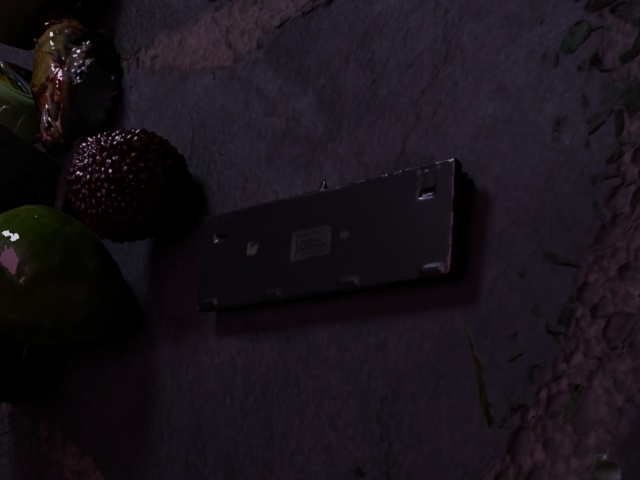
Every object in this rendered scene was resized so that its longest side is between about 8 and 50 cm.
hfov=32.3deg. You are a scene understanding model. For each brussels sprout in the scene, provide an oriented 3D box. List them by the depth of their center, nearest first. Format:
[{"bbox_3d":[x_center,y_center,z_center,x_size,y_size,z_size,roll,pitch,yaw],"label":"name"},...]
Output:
[{"bbox_3d":[-0.286,0.037,1.150,0.180,0.161,0.144,-7,74,59],"label":"brussels sprout"}]

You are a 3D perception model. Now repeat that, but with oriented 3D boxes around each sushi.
[{"bbox_3d":[-0.299,-0.205,1.334,0.097,0.103,0.226,110,153,-52],"label":"sushi"}]

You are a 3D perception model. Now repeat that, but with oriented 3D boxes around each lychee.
[{"bbox_3d":[-0.195,-0.055,1.112,0.123,0.129,0.123,-2,83,17],"label":"lychee"}]

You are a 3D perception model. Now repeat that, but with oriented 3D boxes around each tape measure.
[{"bbox_3d":[-0.405,-0.174,1.402,0.087,0.154,0.177,-57,44,10],"label":"tape measure"}]

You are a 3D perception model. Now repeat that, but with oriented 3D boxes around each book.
[{"bbox_3d":[-0.361,0.029,1.224,0.020,0.208,0.296,7,80,11],"label":"book"}]

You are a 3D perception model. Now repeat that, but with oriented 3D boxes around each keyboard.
[{"bbox_3d":[0.000,0.000,0.943,0.317,0.027,0.106,-10,69,47],"label":"keyboard"}]

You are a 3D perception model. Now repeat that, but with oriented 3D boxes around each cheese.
[{"bbox_3d":[-0.358,-0.330,1.418,0.202,0.175,0.091,-36,85,5],"label":"cheese"}]
